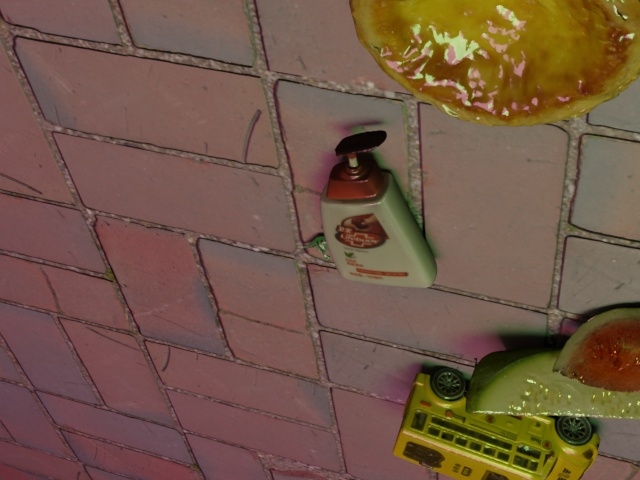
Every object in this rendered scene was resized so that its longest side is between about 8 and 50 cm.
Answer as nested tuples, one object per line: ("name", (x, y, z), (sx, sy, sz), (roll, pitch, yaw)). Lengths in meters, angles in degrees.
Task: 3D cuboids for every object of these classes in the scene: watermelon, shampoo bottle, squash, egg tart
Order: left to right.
("shampoo bottle", (0.069, -0.043, 1.453), (0.153, 0.071, 0.284), (7, 145, 21))
("egg tart", (0.188, -0.245, 1.055), (0.319, 0.128, 0.319), (16, 148, 10))
("squash", (0.390, 0.215, 1.575), (0.289, 0.111, 0.203), (-3, 172, 39))
("watermelon", (0.441, 0.157, 1.466), (0.245, 0.119, 0.063), (4, 154, 40))

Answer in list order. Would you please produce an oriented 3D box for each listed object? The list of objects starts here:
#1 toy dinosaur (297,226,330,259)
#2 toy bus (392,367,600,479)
("toy dinosaur", (0.000, 0.000, 1.601), (0.083, 0.021, 0.062), (9, 137, 14))
("toy bus", (0.297, 0.345, 1.784), (0.330, 0.152, 0.144), (19, 145, 7))
